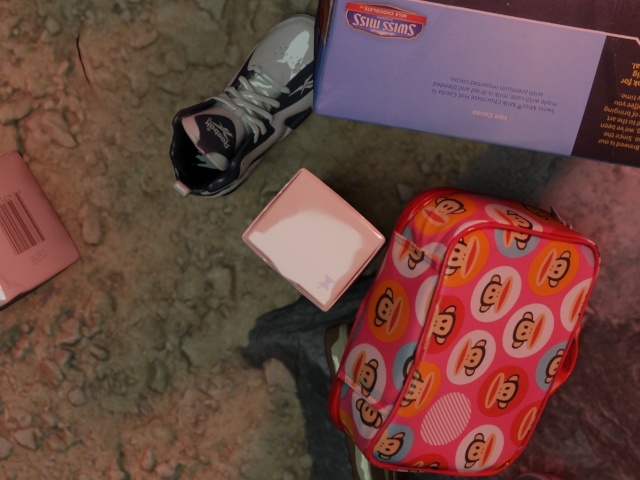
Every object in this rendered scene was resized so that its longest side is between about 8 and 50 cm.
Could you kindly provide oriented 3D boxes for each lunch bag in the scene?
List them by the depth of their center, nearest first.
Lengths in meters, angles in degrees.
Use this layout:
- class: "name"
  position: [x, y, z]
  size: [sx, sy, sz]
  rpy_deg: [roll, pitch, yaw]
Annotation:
- class: "lunch bag"
  position: [0.165, 0.100, 1.588]
  size: [0.120, 0.258, 0.293]
  rpy_deg: [40, 114, 50]

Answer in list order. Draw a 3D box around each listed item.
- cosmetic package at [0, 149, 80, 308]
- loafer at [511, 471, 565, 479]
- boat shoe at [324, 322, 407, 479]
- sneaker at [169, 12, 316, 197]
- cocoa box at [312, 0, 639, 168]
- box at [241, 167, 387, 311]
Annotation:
- class: "cosmetic package"
  position: [-0.492, 0.066, 1.743]
  size: [0.385, 0.217, 0.156]
  rpy_deg: [-28, 95, 16]
- class: "loafer"
  position: [0.248, 0.395, 1.706]
  size: [0.109, 0.095, 0.302]
  rpy_deg: [10, 102, 43]
- class: "boat shoe"
  position: [0.077, 0.212, 1.694]
  size: [0.095, 0.095, 0.257]
  rpy_deg: [-12, 101, 7]
- class: "sneaker"
  position: [-0.082, -0.133, 1.621]
  size: [0.094, 0.153, 0.235]
  rpy_deg: [45, 109, 0]
- class: "cocoa box"
  position: [0.177, -0.230, 1.432]
  size: [0.347, 0.231, 0.228]
  rpy_deg: [9, 118, -5]
- class: "box"
  position: [0.000, 0.000, 1.560]
  size: [0.113, 0.275, 0.094]
  rpy_deg: [41, 91, 1]
